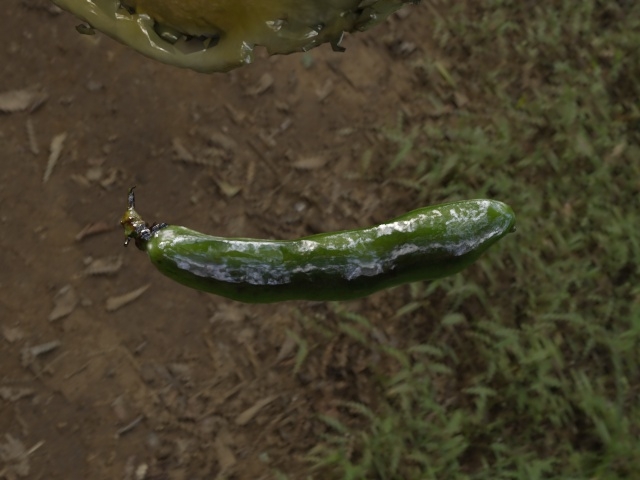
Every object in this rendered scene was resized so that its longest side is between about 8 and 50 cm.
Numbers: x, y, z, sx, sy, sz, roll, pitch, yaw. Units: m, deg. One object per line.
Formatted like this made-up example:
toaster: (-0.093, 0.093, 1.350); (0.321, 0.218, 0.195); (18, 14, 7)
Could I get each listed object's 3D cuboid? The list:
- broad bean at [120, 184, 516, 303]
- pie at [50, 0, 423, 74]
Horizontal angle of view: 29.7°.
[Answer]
broad bean: (-0.001, 0.005, 0.692); (0.226, 0.069, 0.039); (1, 22, -4)
pie: (-0.051, -0.178, 0.384); (0.274, 0.274, 0.055); (45, 44, -8)
